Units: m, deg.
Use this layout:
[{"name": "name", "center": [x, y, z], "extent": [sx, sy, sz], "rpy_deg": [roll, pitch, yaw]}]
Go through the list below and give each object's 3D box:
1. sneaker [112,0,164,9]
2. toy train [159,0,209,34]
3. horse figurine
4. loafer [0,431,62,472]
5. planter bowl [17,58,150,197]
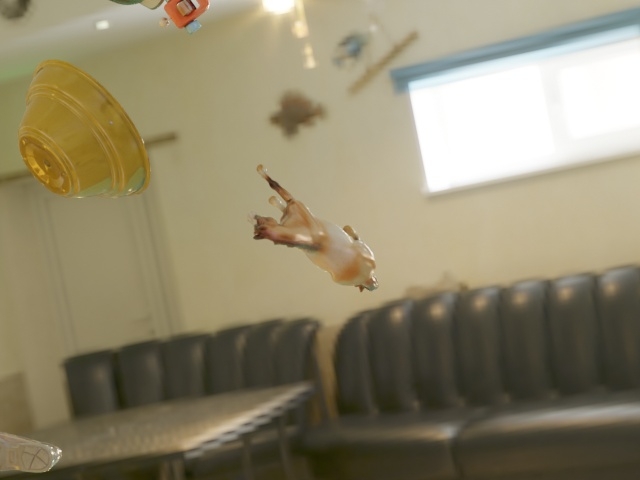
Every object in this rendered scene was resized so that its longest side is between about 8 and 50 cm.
[{"name": "sneaker", "center": [-0.193, -0.312, 1.359], "extent": [0.086, 0.192, 0.064], "rpy_deg": [-1, -9, -38]}, {"name": "toy train", "center": [-0.170, -0.339, 1.760], "extent": [0.125, 0.166, 0.046], "rpy_deg": [-31, 4, 2]}, {"name": "horse figurine", "center": [0.000, 0.000, 1.934], "extent": [0.066, 0.263, 0.174], "rpy_deg": [-47, 32, 9]}, {"name": "loafer", "center": [-0.364, 0.248, 1.723], "extent": [0.125, 0.045, 0.039], "rpy_deg": [8, 5, 16]}, {"name": "planter bowl", "center": [-0.333, -0.123, 1.932], "extent": [0.090, 0.217, 0.217], "rpy_deg": [-43, 18, -30]}]
